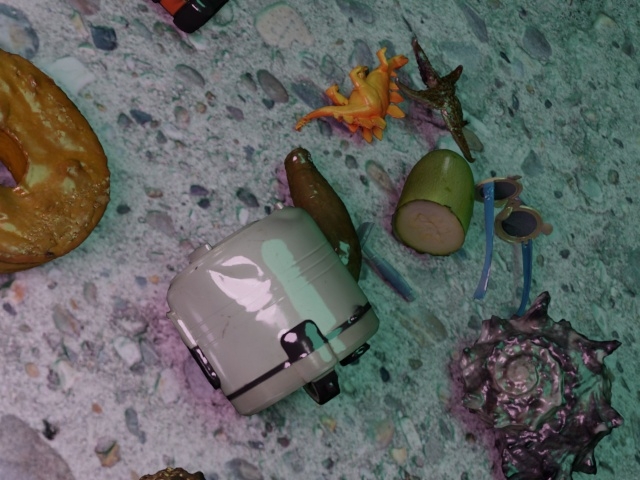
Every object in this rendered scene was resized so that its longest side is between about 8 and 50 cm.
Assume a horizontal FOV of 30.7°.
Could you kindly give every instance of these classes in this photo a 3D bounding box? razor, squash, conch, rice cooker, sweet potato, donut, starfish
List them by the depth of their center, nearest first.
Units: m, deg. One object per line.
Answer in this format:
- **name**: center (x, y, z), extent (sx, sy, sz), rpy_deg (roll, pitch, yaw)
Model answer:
- **donut**: center (-0.382, -0.082, 1.321), extent (0.277, 0.108, 0.278), rpy_deg (21, 54, -32)
- **rice cooker**: center (-0.057, 0.095, 1.434), extent (0.244, 0.226, 0.226), rpy_deg (54, 43, 0)
- **sweet potato**: center (0.006, -0.002, 1.624), extent (0.112, 0.085, 0.286), rpy_deg (36, 41, -57)
- **conch**: center (0.318, 0.237, 1.712), extent (0.240, 0.186, 0.313), rpy_deg (-11, 91, -17)
- **razor**: center (0.097, 0.041, 1.726), extent (0.135, 0.040, 0.068), rpy_deg (46, 45, -18)
- **squash**: center (0.185, -0.070, 1.812), extent (0.123, 0.123, 0.187), rpy_deg (41, 41, -16)
- **starfish**: center (0.199, -0.231, 1.917), extent (0.238, 0.057, 0.213), rpy_deg (5, 64, -60)

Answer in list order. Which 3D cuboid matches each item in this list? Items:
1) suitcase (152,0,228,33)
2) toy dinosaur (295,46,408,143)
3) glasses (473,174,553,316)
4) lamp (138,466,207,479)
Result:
- **suitcase**: center (-0.234, -0.456, 1.705), extent (0.285, 0.066, 0.206), rpy_deg (45, 44, -12)
- **toy dinosaur**: center (0.072, -0.213, 1.833), extent (0.117, 0.070, 0.288), rpy_deg (51, 48, -6)
- **glasses**: center (0.278, 0.022, 1.860), extent (0.189, 0.088, 0.221), rpy_deg (48, 57, -47)
- **lamp**: center (-0.151, 0.320, 1.174), extent (0.177, 0.274, 0.177), rpy_deg (1, 84, -7)
